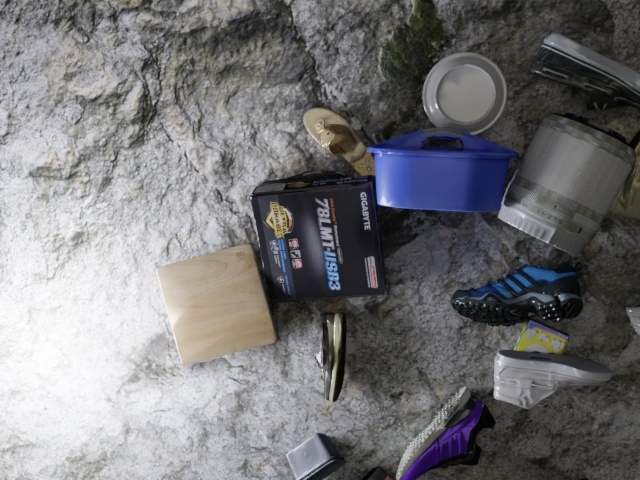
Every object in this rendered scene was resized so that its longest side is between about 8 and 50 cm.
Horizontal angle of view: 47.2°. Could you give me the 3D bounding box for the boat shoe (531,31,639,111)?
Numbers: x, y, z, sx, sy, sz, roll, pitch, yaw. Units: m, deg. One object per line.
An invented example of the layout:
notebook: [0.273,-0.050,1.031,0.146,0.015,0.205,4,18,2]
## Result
boat shoe: [0.642,-0.350,1.671,0.335,0.121,0.119,33,106,17]

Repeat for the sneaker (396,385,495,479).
sneaker: [0.311,0.509,1.775,0.146,0.102,0.293,39,99,5]

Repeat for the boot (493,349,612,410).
boot: [0.532,0.333,1.698,0.259,0.095,0.123,6,101,18]

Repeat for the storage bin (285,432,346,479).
storage bin: [-0.015,0.553,1.849,0.135,0.098,0.091,-37,59,11]

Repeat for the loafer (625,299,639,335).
loafer: [0.849,0.112,1.652,0.320,0.112,0.111,-35,96,11]

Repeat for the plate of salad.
plate of salad: [0.344,-0.348,1.746,0.200,0.048,0.199,1,102,4]

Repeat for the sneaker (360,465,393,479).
sneaker: [0.099,0.706,1.831,0.270,0.090,0.145,-44,83,7]

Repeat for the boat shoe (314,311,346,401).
boat shoe: [0.022,0.288,1.829,0.074,0.080,0.223,4,89,15]

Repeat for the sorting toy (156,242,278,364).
sorting toy: [-0.253,0.157,1.860,0.257,0.089,0.255,-15,91,10]

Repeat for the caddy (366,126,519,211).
caddy: [0.275,-0.169,1.674,0.342,0.241,0.179,4,100,9]

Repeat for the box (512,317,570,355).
box: [0.511,0.287,1.758,0.105,0.043,0.179,23,99,8]

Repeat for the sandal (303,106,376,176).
sandal: [0.050,-0.244,1.787,0.240,0.079,0.088,44,99,5]

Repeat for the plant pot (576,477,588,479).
plant pot: [0.560,0.689,1.710,0.167,0.188,0.187,-15,91,22]

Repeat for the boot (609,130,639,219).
boot: [0.763,-0.138,1.670,0.165,0.077,0.213,22,102,9]

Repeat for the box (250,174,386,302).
box: [0.000,0.000,1.775,0.294,0.073,0.295,-4,112,11]

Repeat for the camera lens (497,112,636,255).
camera lens: [0.548,-0.130,1.633,0.220,0.219,0.274,27,100,7]

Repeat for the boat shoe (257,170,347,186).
boat shoe: [-0.045,-0.131,1.822,0.233,0.079,0.084,-4,133,14]

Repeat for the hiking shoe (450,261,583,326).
hiking shoe: [0.464,0.124,1.738,0.304,0.113,0.132,-3,54,22]
